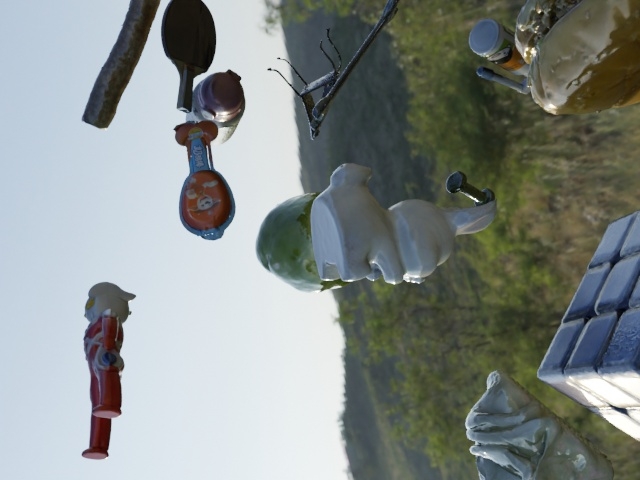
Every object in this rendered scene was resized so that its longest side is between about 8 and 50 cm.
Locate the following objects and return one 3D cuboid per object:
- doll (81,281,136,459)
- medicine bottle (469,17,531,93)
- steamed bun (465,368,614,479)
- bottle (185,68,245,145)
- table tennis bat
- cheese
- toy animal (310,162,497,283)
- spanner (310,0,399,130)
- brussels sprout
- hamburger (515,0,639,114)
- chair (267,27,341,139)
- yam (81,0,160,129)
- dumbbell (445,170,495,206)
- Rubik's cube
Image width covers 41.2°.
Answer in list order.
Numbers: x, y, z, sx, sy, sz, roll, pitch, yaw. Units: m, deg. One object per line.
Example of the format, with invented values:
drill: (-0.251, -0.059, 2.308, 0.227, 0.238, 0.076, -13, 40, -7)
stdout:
doll: (-0.416, 0.222, 1.644, 0.384, 0.099, 0.188, -102, 28, -51)
medicine bottle: (0.327, -0.306, 1.459, 0.220, 0.092, 0.061, 11, -135, -46)
steamed bun: (0.380, 0.403, 1.613, 0.280, 0.207, 0.268, 40, -178, -20)
bottle: (-0.221, -0.283, 1.801, 0.253, 0.120, 0.120, 149, 104, -76)
table tennis bat: (-0.242, -0.343, 1.557, 0.130, 0.019, 0.220, 12, -101, -50)
cheese: (-0.219, -0.115, 1.583, 0.037, 0.106, 0.256, 79, 179, -69)
toy animal: (0.167, -0.032, 1.746, 0.196, 0.367, 0.241, -172, 83, -71)
spanner: (0.056, -0.279, 1.312, 0.015, 0.254, 0.054, 32, 170, 10)
brussels sprout: (-0.004, 0.002, 2.092, 0.274, 0.316, 0.243, -136, 37, -83)
hamburger: (0.403, -0.292, 1.082, 0.318, 0.318, 0.158, 62, -177, -69)
chair: (-0.008, -0.355, 1.985, 0.213, 0.149, 0.174, 63, -161, -20)
yam: (-0.375, -0.350, 1.617, 0.066, 0.066, 0.300, -84, 19, -80)
dumbbell: (0.321, -0.106, 1.821, 0.118, 0.052, 0.046, 25, -128, -34)
Rubik's cube: (0.545, 0.133, 1.205, 0.303, 0.301, 0.305, 32, 166, -4)
